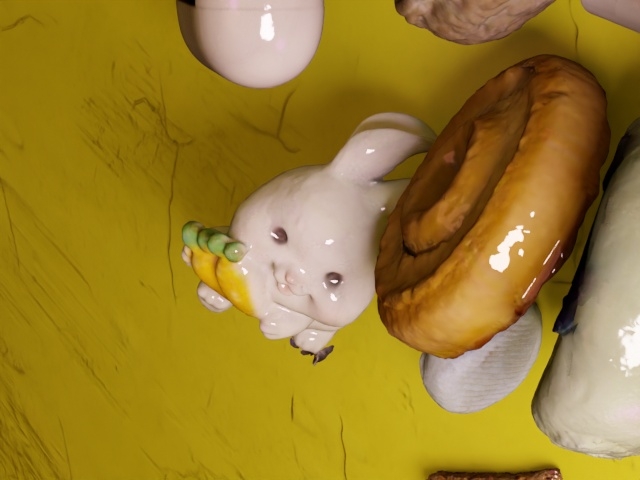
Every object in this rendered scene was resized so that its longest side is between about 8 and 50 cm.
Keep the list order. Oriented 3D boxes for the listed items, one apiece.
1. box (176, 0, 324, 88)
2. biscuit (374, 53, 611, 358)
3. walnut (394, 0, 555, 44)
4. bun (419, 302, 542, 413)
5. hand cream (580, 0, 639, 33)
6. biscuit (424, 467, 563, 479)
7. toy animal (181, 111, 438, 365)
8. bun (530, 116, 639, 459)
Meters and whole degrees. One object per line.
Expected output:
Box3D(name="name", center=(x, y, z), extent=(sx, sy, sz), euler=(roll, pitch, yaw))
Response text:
Box3D(name="box", center=(-0.080, -0.346, 1.716), extent=(0.288, 0.141, 0.349), euler=(-141, 50, -72))
Box3D(name="biscuit", center=(0.144, -0.037, 1.428), extent=(0.296, 0.102, 0.296), euler=(-53, 18, 25))
Box3D(name="walnut", center=(0.140, -0.268, 1.455), extent=(0.230, 0.178, 0.178), euler=(-43, 62, 61))
Box3D(name="bun", center=(0.149, 0.099, 1.536), extent=(0.083, 0.141, 0.141), euler=(44, 131, 33))
Box3D(name="hand cream", center=(0.295, -0.202, 1.350), extent=(0.186, 0.054, 0.087), euler=(28, 113, 42))
Box3D(name="biscuit", center=(0.179, 0.265, 1.617), extent=(0.199, 0.034, 0.064), euler=(-13, 87, 55))
Box3D(name="toy animal", center=(-0.003, 0.006, 1.664), extent=(0.183, 0.247, 0.310), euler=(54, 155, 9))
Box3D(name="bun", center=(0.292, 0.052, 1.275), extent=(0.187, 0.293, 0.293), euler=(21, 120, 10))
